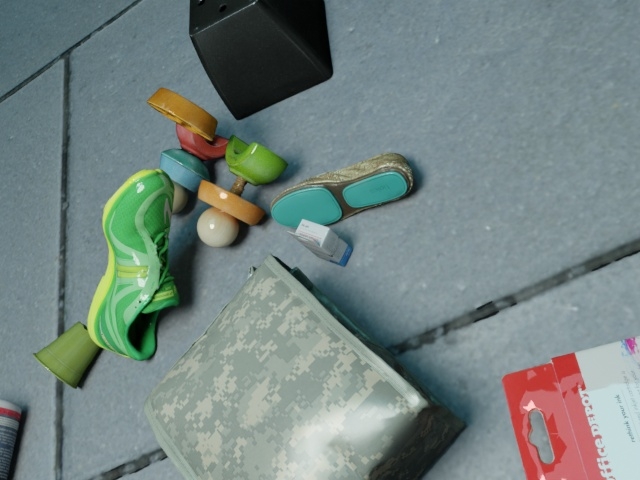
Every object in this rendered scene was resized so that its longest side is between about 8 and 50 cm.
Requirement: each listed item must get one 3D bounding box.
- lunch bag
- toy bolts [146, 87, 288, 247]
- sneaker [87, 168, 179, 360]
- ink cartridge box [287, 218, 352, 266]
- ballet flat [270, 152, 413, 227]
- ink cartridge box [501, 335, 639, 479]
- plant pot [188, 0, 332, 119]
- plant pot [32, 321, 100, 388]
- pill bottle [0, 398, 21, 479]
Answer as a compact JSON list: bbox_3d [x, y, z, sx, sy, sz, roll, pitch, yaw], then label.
[{"bbox_3d":[-0.037,0.179,0.696,0.235,0.169,0.287,-49,55,0],"label":"lunch bag"},{"bbox_3d":[-0.198,-0.103,0.941,0.228,0.218,0.158,27,87,57],"label":"toy bolts"},{"bbox_3d":[-0.242,0.038,0.902,0.123,0.109,0.296,27,115,23],"label":"sneaker"},{"bbox_3d":[0.000,0.000,0.821,0.048,0.083,0.028,19,77,37],"label":"ink cartridge box"},{"bbox_3d":[0.030,-0.068,0.862,0.206,0.073,0.067,-12,33,24],"label":"ballet flat"},{"bbox_3d":[0.293,0.158,0.559,0.231,0.078,0.134,-20,56,22],"label":"ink cartridge box"},{"bbox_3d":[-0.106,-0.339,1.015,0.188,0.167,0.187,-18,58,21],"label":"plant pot"},{"bbox_3d":[-0.377,0.169,0.976,0.083,0.083,0.079,26,70,38],"label":"plant pot"},{"bbox_3d":[-0.520,0.333,0.952,0.108,0.108,0.180,-15,59,25],"label":"pill bottle"}]
